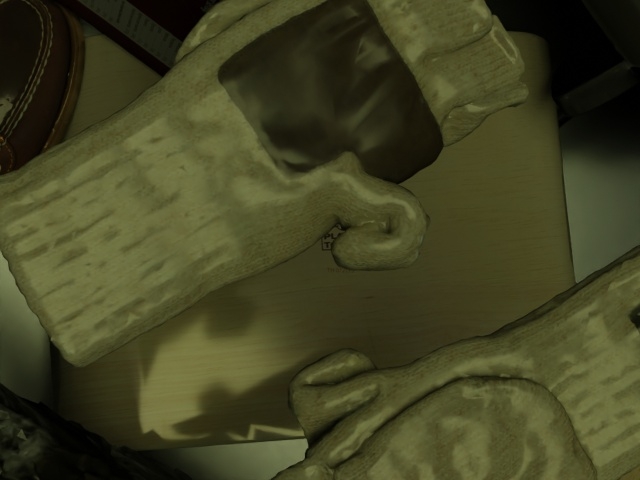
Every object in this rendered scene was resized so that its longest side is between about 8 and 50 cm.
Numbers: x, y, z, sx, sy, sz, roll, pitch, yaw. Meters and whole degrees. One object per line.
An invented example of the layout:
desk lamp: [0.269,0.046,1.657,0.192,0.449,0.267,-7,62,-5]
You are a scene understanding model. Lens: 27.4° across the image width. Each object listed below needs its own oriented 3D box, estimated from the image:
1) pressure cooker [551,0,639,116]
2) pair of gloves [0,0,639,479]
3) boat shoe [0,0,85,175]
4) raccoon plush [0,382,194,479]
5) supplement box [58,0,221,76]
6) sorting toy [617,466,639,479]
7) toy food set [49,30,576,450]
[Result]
pressure cooker: [0.264,-0.247,0.627,0.375,0.370,0.420,-42,102,-24]
pair of gloves: [0.019,0.021,0.485,0.204,0.042,0.240,-38,95,-12]
boat shoe: [-0.194,-0.038,0.674,0.073,0.073,0.207,30,94,25]
raccoon plush: [-0.158,0.228,0.576,0.446,0.216,0.299,37,86,-4]
supplement box: [-0.032,-0.152,0.606,0.194,0.191,0.129,36,76,-7]
sorting toy: [0.182,0.270,0.740,0.257,0.089,0.255,-45,104,-34]
toy food set: [0.000,0.000,0.739,0.306,0.092,0.220,-3,83,-13]
